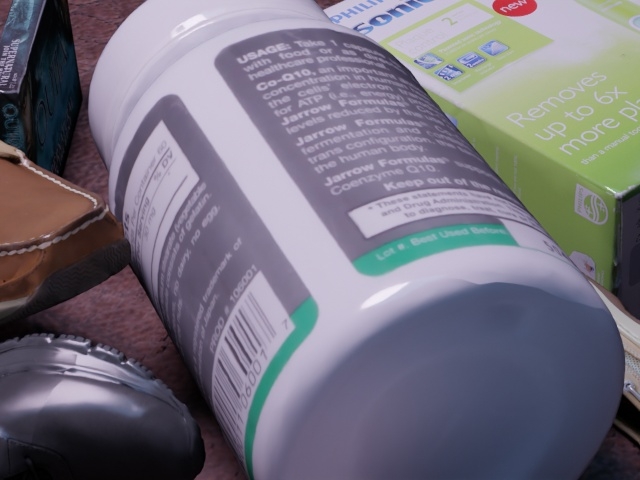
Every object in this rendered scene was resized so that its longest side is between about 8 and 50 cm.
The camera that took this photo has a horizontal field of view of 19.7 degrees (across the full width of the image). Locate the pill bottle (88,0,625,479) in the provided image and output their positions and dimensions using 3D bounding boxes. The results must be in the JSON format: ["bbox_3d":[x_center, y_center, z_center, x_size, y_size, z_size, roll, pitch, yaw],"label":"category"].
[{"bbox_3d":[0.000,0.000,1.045,0.204,0.204,0.361,-15,39,-16],"label":"pill bottle"}]

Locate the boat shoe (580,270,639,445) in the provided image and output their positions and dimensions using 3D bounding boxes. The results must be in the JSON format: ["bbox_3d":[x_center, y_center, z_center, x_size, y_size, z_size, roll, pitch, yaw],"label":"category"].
[{"bbox_3d":[0.146,0.066,1.067,0.190,0.068,0.072,29,59,35],"label":"boat shoe"}]

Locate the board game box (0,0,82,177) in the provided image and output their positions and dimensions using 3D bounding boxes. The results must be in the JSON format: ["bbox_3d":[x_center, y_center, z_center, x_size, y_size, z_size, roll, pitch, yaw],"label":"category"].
[{"bbox_3d":[-0.193,-0.099,1.253,0.026,0.126,0.186,-1,38,3],"label":"board game box"}]

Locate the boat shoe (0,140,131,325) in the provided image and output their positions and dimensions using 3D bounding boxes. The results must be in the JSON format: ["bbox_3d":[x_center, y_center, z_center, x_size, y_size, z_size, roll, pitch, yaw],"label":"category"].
[{"bbox_3d":[-0.244,-0.026,1.096,0.324,0.120,0.122,8,30,45],"label":"boat shoe"}]

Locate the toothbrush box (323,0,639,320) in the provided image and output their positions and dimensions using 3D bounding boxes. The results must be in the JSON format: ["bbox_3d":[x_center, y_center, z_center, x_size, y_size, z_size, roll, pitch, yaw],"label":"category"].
[{"bbox_3d":[0.159,-0.082,1.212,0.206,0.122,0.283,-28,42,-29],"label":"toothbrush box"}]

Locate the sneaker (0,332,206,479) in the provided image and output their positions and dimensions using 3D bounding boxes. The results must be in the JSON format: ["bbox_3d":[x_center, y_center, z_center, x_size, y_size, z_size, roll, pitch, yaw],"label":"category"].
[{"bbox_3d":[-0.203,0.124,0.999,0.286,0.109,0.130,0,46,15],"label":"sneaker"}]
